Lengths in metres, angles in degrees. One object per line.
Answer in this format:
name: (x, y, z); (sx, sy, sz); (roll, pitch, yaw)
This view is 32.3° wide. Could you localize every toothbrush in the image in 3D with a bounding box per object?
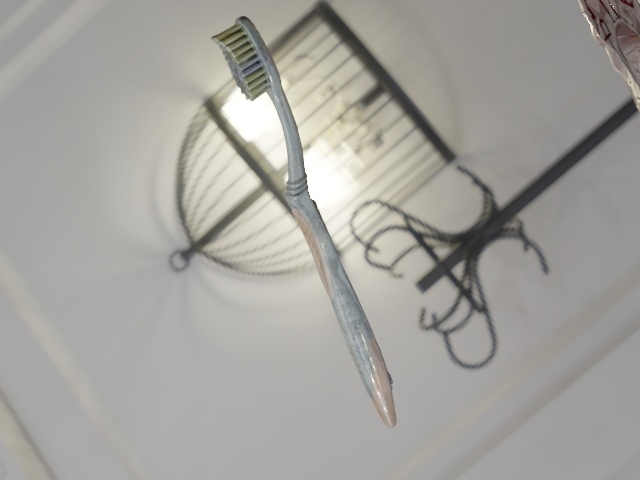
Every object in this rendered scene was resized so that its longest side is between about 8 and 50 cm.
toothbrush: (0.000, 0.000, 0.875); (0.028, 0.037, 0.375); (19, 137, 55)

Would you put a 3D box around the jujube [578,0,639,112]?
jujube: (0.297, -0.166, 0.461); (0.276, 0.377, 0.276); (55, -168, -17)
